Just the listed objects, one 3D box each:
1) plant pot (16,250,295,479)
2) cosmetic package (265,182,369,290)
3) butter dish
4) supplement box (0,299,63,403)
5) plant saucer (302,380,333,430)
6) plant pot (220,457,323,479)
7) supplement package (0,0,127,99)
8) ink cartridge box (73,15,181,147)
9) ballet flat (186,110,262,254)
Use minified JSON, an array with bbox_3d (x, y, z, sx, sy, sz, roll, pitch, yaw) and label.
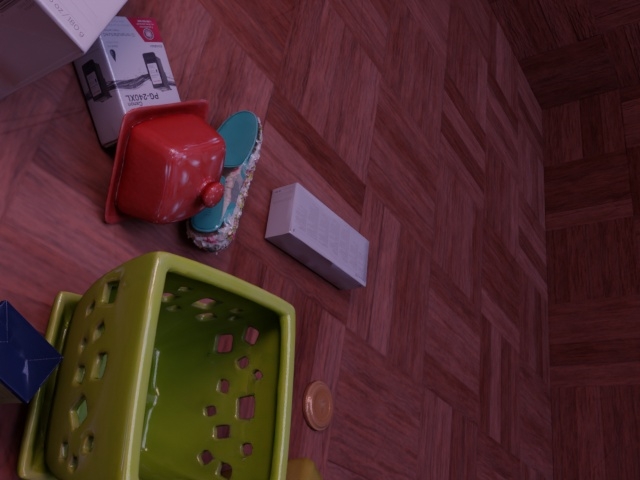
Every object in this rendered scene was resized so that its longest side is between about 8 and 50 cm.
[{"bbox_3d":[-0.176,0.160,0.682,0.228,0.207,0.227,30,55,-49],"label":"plant pot"},{"bbox_3d":[0.000,0.000,1.134,0.239,0.061,0.098,37,49,-45],"label":"cosmetic package"},{"bbox_3d":[-0.173,-0.081,0.797,0.160,0.118,0.160,-28,145,-56],"label":"butter dish"},{"bbox_3d":[-0.312,0.108,0.603,0.083,0.083,0.056,58,38,-28],"label":"supplement box"},{"bbox_3d":[-0.001,0.283,1.086,0.083,0.013,0.083,22,63,-52],"label":"plant saucer"},{"bbox_3d":[-0.067,0.397,0.790,0.212,0.212,0.187,65,23,-19],"label":"plant pot"},{"bbox_3d":[-0.297,-0.323,0.677,0.177,0.175,0.292,50,42,-35],"label":"supplement package"},{"bbox_3d":[-0.247,-0.205,0.820,0.109,0.063,0.150,-28,104,-56],"label":"ink cartridge box"},{"bbox_3d":[-0.143,-0.085,0.946,0.077,0.091,0.240,84,19,-58],"label":"ballet flat"}]
